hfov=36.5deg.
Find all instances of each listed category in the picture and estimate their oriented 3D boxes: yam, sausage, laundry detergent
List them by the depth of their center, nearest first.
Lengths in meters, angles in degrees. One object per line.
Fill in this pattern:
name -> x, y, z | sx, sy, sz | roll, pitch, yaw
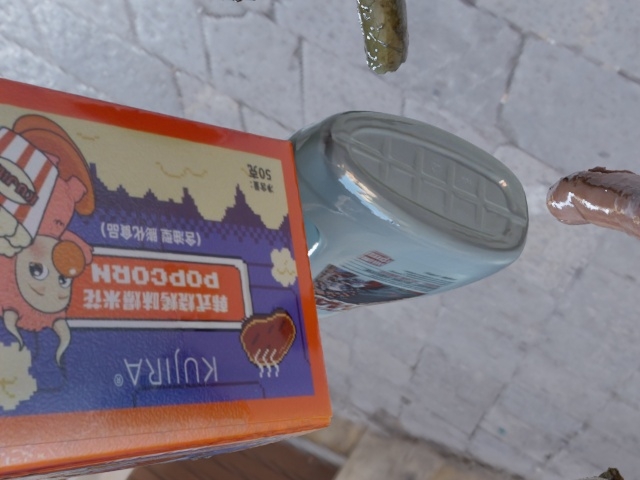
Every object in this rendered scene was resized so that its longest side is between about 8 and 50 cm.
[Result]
sausage -> 0.321, -0.033, 0.982 | 0.078, 0.078, 0.304 | 40, 178, -14
laundry detergent -> 0.000, 0.000, 1.044 | 0.263, 0.125, 0.397 | 19, 154, -28
yam -> 0.067, -0.332, 1.169 | 0.317, 0.067, 0.071 | 75, -178, -52

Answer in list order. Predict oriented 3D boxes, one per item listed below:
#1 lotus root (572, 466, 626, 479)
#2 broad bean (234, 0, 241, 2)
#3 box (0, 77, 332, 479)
lotus root -> 0.275, 0.346, 1.042 | 0.130, 0.303, 0.146 | 26, 121, 33
broad bean -> -0.100, -0.331, 0.911 | 0.039, 0.227, 0.069 | -13, 167, 41
box -> -0.229, 0.062, 0.760 | 0.318, 0.257, 0.348 | -17, 165, 38
